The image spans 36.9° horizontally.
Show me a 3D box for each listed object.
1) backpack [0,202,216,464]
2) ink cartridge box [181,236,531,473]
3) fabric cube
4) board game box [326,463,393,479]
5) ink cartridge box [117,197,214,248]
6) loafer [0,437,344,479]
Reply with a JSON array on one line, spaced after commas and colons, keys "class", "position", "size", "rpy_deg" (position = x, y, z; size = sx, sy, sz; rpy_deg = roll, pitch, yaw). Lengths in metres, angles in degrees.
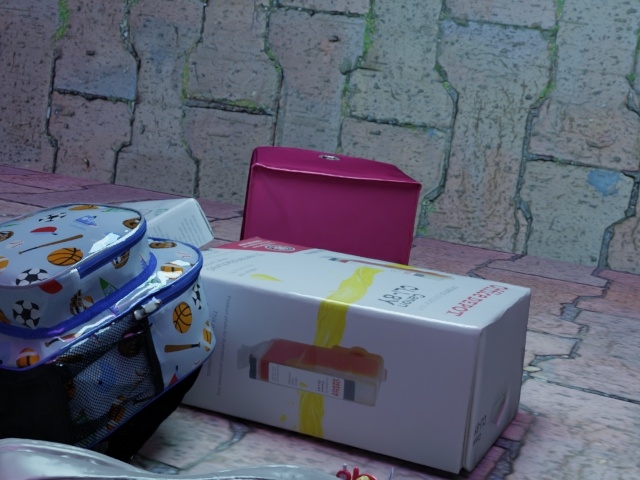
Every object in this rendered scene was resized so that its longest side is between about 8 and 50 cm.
[{"class": "backpack", "position": [-0.241, 0.075, 0.926], "size": [0.277, 0.213, 0.263], "rpy_deg": [13, 22, 32]}, {"class": "ink cartridge box", "position": [0.029, 0.114, 1.122], "size": [0.385, 0.160, 0.279], "rpy_deg": [11, 10, 21]}, {"class": "fabric cube", "position": [0.000, 0.000, 1.501], "size": [0.254, 0.259, 0.258], "rpy_deg": [7, 9, -5]}, {"class": "board game box", "position": [0.018, 0.224, 0.838], "size": [0.133, 0.033, 0.168], "rpy_deg": [7, 9, 1]}, {"class": "ink cartridge box", "position": [-0.336, 0.047, 1.229], "size": [0.330, 0.071, 0.324], "rpy_deg": [-31, 15, -22]}, {"class": "loafer", "position": [-0.080, 0.208, 0.630], "size": [0.320, 0.112, 0.111], "rpy_deg": [11, 20, -21]}]
